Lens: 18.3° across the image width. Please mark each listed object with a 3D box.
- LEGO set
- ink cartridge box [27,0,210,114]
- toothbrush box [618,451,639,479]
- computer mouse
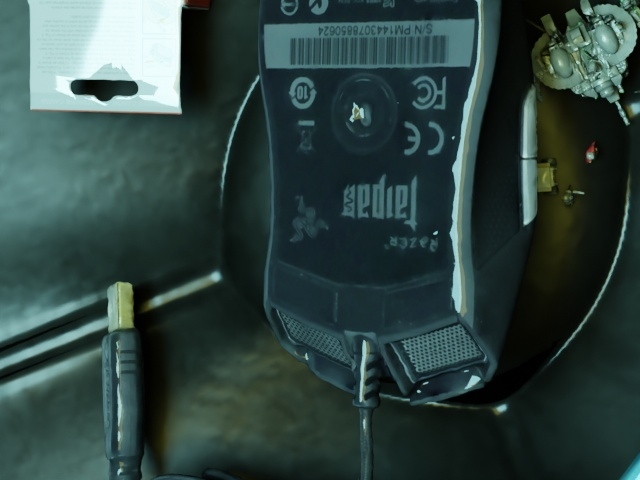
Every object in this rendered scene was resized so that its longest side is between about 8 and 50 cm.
[{"bbox_3d":[0.087,-0.053,0.677,0.054,0.023,0.083,6,96,16],"label":"LEGO set"},{"bbox_3d":[-0.073,-0.104,0.720,0.063,0.029,0.115,3,96,17],"label":"ink cartridge box"},{"bbox_3d":[0.144,0.188,0.626,0.216,0.126,0.295,38,105,11],"label":"toothbrush box"},{"bbox_3d":[0.000,0.000,0.697,0.184,0.060,0.262,-4,89,36],"label":"computer mouse"}]
